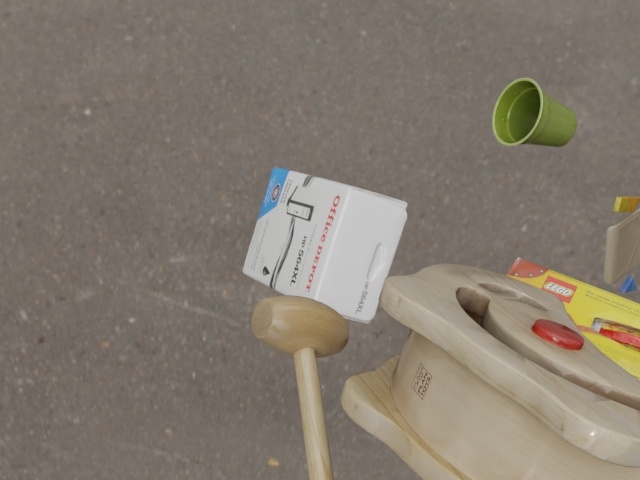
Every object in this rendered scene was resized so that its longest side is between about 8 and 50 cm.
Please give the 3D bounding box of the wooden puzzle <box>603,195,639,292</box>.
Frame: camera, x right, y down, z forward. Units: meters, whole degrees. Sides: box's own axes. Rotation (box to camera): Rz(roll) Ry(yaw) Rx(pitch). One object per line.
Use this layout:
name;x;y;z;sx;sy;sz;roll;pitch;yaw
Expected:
wooden puzzle;0.322;0.004;1.002;0.079;0.116;0.014;-15;25;-41

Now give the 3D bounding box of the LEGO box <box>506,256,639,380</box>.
LEGO box;0.500;0.304;1.611;0.500;0.372;0.193;23;41;18

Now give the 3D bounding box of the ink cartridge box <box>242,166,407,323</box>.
ink cartridge box;0.000;0.000;1.140;0.086;0.203;0.148;16;91;-29

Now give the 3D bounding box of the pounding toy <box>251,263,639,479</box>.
pounding toy;0.089;0.109;0.536;0.154;0.154;0.269;6;20;-43

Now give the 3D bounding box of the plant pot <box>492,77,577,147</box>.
plant pot;0.265;-0.145;1.139;0.079;0.083;0.083;13;49;-31
